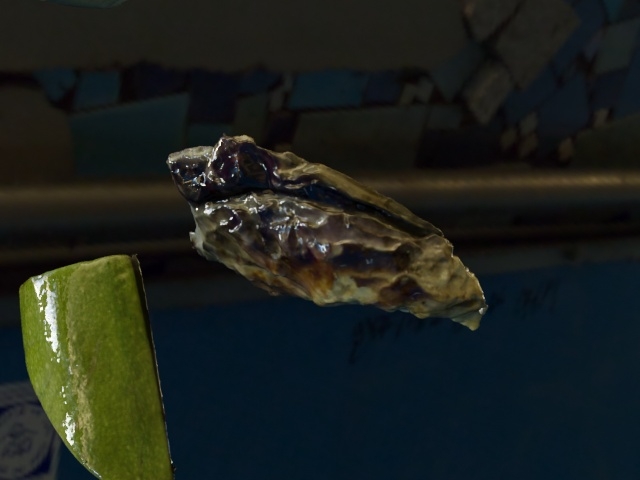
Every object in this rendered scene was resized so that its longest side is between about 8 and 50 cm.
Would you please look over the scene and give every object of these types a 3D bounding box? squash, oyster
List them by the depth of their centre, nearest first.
[{"bbox_3d":[-0.004,0.009,1.169,0.271,0.100,0.275,-1,149,43],"label":"oyster"},{"bbox_3d":[-0.233,0.155,1.230,0.093,0.252,0.169,-3,167,-37],"label":"squash"}]

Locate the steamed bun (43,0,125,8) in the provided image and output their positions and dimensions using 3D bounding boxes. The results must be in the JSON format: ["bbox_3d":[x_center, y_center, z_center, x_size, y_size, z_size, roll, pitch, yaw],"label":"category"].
[{"bbox_3d":[-0.314,-0.468,1.460,0.347,0.394,0.237,-32,-112,-14],"label":"steamed bun"}]
